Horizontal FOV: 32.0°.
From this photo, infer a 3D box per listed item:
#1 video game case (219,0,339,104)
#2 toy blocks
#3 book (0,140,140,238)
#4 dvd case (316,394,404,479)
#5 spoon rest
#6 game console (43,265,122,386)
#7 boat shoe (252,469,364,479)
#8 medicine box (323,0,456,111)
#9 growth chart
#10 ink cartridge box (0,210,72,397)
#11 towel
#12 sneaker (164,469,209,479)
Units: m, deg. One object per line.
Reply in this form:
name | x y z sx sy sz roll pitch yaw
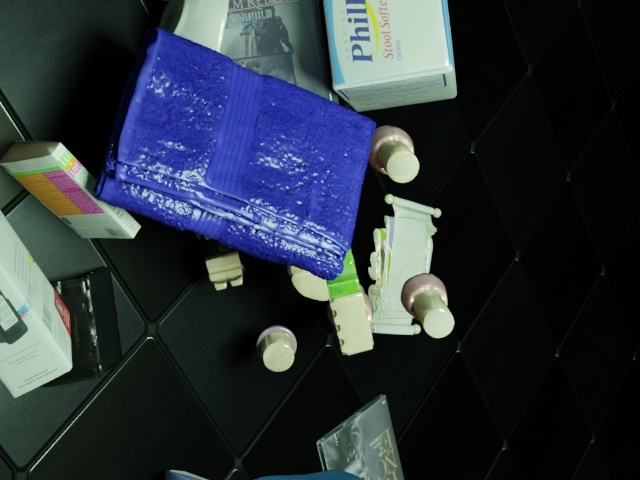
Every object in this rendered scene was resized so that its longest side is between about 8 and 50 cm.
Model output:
video game case | -0.077 -0.249 1.429 0.026 0.196 0.274 -27 112 -59
toy blocks | 0.000 0.000 1.550 0.260 0.309 0.289 -108 -176 -73
book | -0.283 -0.054 1.270 0.144 0.096 0.035 51 55 -37
dvd case | 0.073 0.377 1.752 0.164 0.018 0.221 -29 113 -45
spoon rest | -0.170 -0.203 1.387 0.084 0.137 0.276 21 84 -30
game console | -0.291 0.101 1.330 0.107 0.071 0.122 -9 98 -18
boat shoe | -0.022 0.387 1.576 0.258 0.109 0.089 8 99 -43
medicine box | 0.086 -0.316 1.429 0.289 0.149 0.264 -10 93 -83
growth chart | 0.130 0.042 1.809 0.172 0.021 0.237 21 75 -47
ink cartridge box | -0.338 0.056 1.180 0.072 0.127 0.175 -27 118 1
towel | -0.086 -0.102 1.289 0.308 0.076 0.228 21 67 -20
sneaker | -0.198 0.446 1.357 0.182 0.127 0.316 12 83 -51
